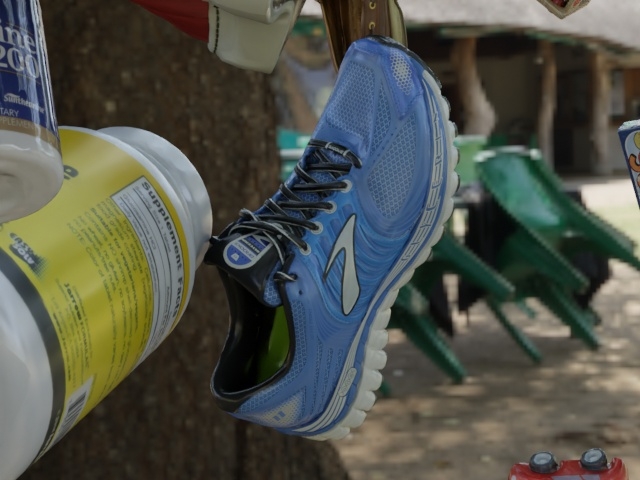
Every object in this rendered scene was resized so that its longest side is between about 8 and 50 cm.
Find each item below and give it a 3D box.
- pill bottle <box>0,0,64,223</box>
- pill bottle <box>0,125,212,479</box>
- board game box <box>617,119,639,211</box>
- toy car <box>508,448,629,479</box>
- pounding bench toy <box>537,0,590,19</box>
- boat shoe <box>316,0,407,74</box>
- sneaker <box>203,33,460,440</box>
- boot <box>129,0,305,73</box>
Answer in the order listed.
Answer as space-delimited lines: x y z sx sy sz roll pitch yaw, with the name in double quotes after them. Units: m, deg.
-0.142 -0.071 0.527 0.067 0.120 0.067 -11 -23 -5 "pill bottle"
-0.201 0.029 0.912 0.188 0.188 0.334 -1 18 18 "pill bottle"
0.465 -0.062 1.657 0.136 0.201 0.035 -10 18 34 "board game box"
0.292 0.181 1.037 0.239 0.225 0.053 23 29 -4 "toy car"
0.210 -0.227 1.091 0.052 0.065 0.083 42 43 15 "pounding bench toy"
0.024 -0.214 1.076 0.064 0.178 0.060 6 25 45 "boat shoe"
0.000 0.000 1.029 0.147 0.330 0.130 9 10 -41 "sneaker"
-0.079 -0.124 0.413 0.176 0.088 0.244 21 4 0 "boot"
